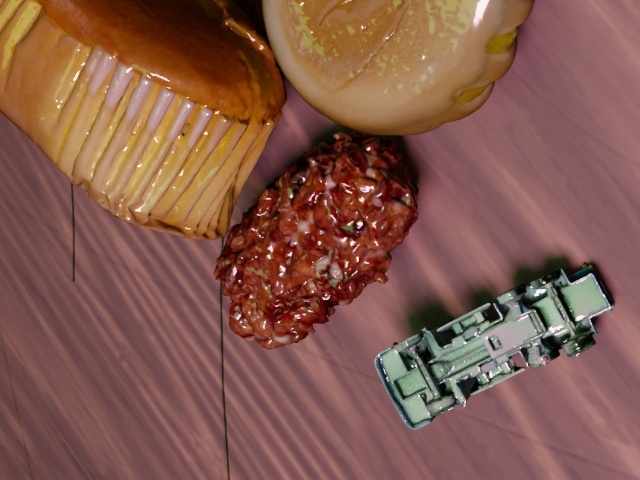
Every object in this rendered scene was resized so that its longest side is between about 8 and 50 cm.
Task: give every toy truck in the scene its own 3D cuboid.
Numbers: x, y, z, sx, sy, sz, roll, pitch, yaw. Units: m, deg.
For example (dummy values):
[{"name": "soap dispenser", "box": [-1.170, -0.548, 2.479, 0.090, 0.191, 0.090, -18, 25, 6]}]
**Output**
[{"name": "toy truck", "box": [0.131, 0.070, 1.029, 0.175, 0.081, 0.067, -29, 86, 20]}]

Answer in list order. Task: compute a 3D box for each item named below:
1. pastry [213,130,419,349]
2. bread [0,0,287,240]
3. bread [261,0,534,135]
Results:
[{"name": "pastry", "box": [-0.002, -0.001, 1.080, 0.115, 0.097, 0.208, 43, 128, -1]}, {"name": "bread", "box": [-0.146, -0.140, 1.072, 0.288, 0.204, 0.156, 47, 114, 34]}, {"name": "bread", "box": [0.058, -0.175, 0.977, 0.213, 0.104, 0.213, 9, 108, 32]}]
